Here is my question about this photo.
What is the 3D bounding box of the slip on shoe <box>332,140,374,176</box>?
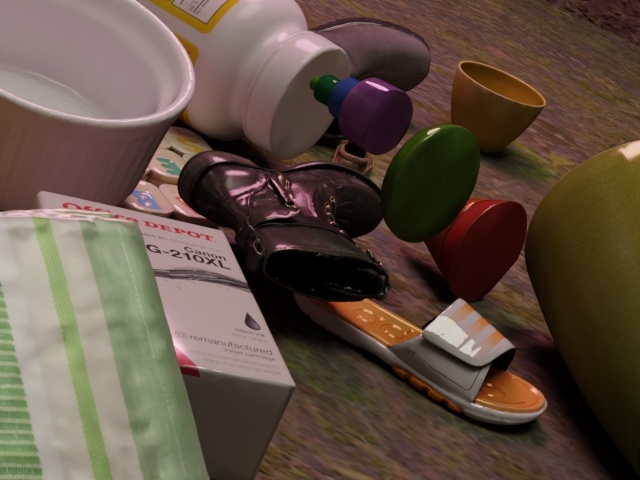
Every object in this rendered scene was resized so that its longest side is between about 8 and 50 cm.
[{"bbox_3d":[0.040,-0.102,1.878,0.051,0.041,0.135,26,22,5],"label":"slip on shoe"}]

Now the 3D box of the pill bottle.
[{"bbox_3d":[-0.138,-0.231,1.785,0.334,0.188,0.188,33,23,24],"label":"pill bottle"}]

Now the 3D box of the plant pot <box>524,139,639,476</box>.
[{"bbox_3d":[0.347,0.095,1.503,0.275,0.275,0.293,18,38,-14],"label":"plant pot"}]

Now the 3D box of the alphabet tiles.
[{"bbox_3d":[-0.226,-0.101,1.631,0.284,0.021,0.278,8,27,-35],"label":"alphabet tiles"}]

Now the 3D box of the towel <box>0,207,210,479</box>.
[{"bbox_3d":[-0.239,0.087,0.986,0.325,0.038,0.248,0,60,-34],"label":"towel"}]

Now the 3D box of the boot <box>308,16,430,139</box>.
[{"bbox_3d":[0.022,-0.197,2.012,0.338,0.118,0.223,-1,32,-25],"label":"boot"}]

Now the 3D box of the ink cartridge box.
[{"bbox_3d":[-0.141,0.071,1.215,0.172,0.100,0.237,13,25,-25],"label":"ink cartridge box"}]

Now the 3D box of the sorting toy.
[{"bbox_3d":[0.087,-0.069,1.592,0.126,0.127,0.365,34,-7,38],"label":"sorting toy"}]

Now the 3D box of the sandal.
[{"bbox_3d":[0.098,0.085,1.463,0.265,0.076,0.102,28,23,10],"label":"sandal"}]

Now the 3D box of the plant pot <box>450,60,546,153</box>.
[{"bbox_3d":[0.235,-0.180,2.186,0.134,0.095,0.134,21,22,-9],"label":"plant pot"}]

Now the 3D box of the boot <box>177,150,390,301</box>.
[{"bbox_3d":[0.000,0.000,1.506,0.263,0.091,0.229,6,22,-35],"label":"boot"}]

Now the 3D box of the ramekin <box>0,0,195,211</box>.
[{"bbox_3d":[-0.270,-0.143,1.475,0.277,0.135,0.277,19,33,-13],"label":"ramekin"}]
